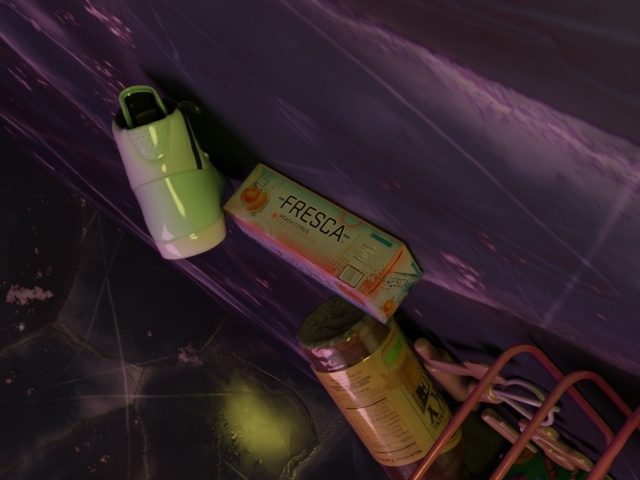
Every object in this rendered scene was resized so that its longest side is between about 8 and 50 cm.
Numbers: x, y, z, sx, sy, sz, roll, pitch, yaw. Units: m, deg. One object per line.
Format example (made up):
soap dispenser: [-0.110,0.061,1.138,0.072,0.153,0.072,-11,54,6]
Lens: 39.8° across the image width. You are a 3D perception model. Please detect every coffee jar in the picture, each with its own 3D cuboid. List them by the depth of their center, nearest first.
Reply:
coffee jar: [0.180,0.262,1.202,0.096,0.079,0.184,35,170,-3]

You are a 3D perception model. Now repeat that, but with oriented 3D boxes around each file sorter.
file sorter: [0.228,0.220,0.624,0.202,0.182,0.291,44,169,-30]

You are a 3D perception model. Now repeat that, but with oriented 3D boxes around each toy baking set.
toy baking set: [0.189,0.165,0.934,0.197,0.030,0.256,21,160,48]

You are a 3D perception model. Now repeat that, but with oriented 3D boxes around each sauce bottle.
sauce bottle: [0.099,0.214,1.039,0.344,0.111,0.111,57,162,-25]

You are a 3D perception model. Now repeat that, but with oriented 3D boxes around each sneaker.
sneaker: [-0.147,-0.090,0.885,0.256,0.094,0.151,-124,17,-71]

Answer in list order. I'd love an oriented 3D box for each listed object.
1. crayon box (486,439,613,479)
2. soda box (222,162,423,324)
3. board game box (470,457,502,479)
crayon box: [0.347,0.356,1.043,0.278,0.081,0.165,41,169,-12]
soda box: [0.000,0.000,0.789,0.183,0.058,0.063,32,167,34]
board game box: [0.247,0.347,1.243,0.160,0.039,0.211,7,178,-20]
